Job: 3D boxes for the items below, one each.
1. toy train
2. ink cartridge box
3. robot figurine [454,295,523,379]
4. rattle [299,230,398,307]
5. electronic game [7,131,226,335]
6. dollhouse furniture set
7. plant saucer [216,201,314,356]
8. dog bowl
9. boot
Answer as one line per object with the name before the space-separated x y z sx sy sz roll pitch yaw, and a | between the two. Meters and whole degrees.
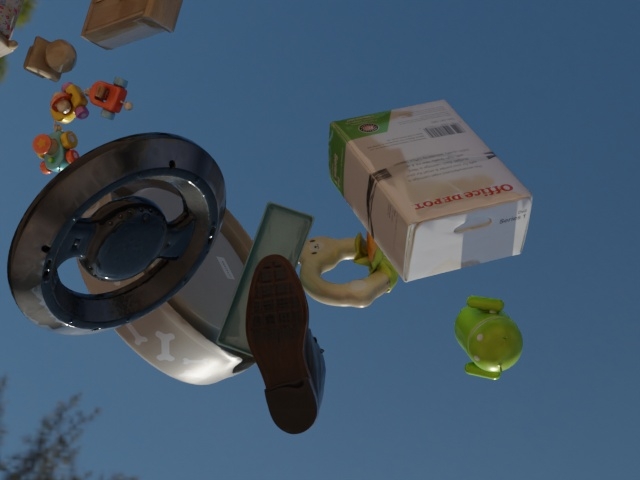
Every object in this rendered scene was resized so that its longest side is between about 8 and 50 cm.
toy train | -0.328 -0.155 1.598 0.125 0.046 0.166 28 -86 32
ink cartridge box | 0.124 -0.063 1.401 0.219 0.160 0.092 -122 -153 -45
robot figurine | 0.199 0.113 1.414 0.115 0.067 0.101 -121 -148 -69
rattle | 0.000 0.000 1.544 0.200 0.142 0.130 25 -116 37
electronic game | -0.188 -0.003 1.126 0.048 0.229 0.229 44 -75 34
dollhouse furniture set | -0.348 -0.389 1.481 0.174 0.356 0.303 -5 -114 49
plant saucer | -0.068 0.050 1.500 0.067 0.018 0.192 19 -94 16
dog bowl | -0.197 0.047 1.662 0.102 0.349 0.348 -36 -123 20
boot | -0.041 0.130 1.477 0.082 0.106 0.219 -8 -100 7
